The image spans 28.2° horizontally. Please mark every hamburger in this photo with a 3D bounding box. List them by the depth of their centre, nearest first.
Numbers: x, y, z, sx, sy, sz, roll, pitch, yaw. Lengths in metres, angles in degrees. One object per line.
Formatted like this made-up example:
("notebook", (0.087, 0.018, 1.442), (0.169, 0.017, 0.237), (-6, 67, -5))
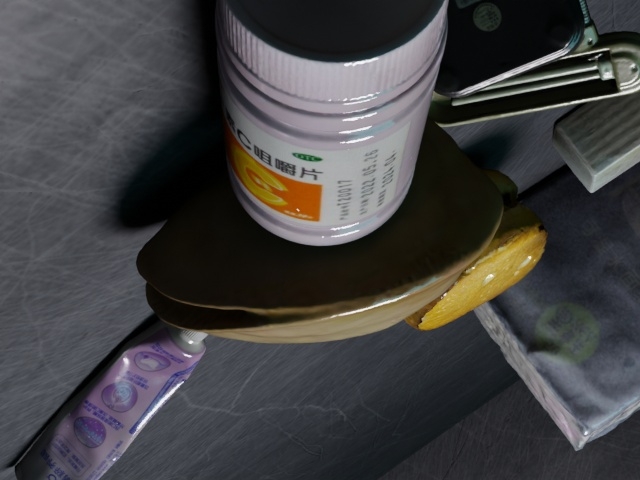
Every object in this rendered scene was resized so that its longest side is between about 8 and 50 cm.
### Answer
("hamburger", (0.134, 0.008, 1.318), (0.191, 0.118, 0.182), (-28, 159, -31))

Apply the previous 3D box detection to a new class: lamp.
("lamp", (0.111, -0.151, 0.915), (0.203, 0.124, 0.283), (-20, 173, 24))

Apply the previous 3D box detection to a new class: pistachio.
("pistachio", (0.000, 0.000, 0.940), (0.260, 0.163, 0.212), (-29, -155, -17))

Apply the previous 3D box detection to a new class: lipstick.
("lipstick", (0.428, -0.192, 1.395), (0.371, 0.080, 0.076), (-34, 164, -1))

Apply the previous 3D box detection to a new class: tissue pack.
("tissue pack", (0.389, 0.028, 1.557), (0.394, 0.288, 0.124), (-32, 162, -8))

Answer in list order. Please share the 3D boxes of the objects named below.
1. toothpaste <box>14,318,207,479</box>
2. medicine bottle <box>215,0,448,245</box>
("toothpaste", (-0.195, 0.161, 1.200), (0.301, 0.075, 0.048), (-46, -177, 23))
("medicine bottle", (0.004, -0.099, 0.765), (0.133, 0.133, 0.250), (-30, 164, -14))
